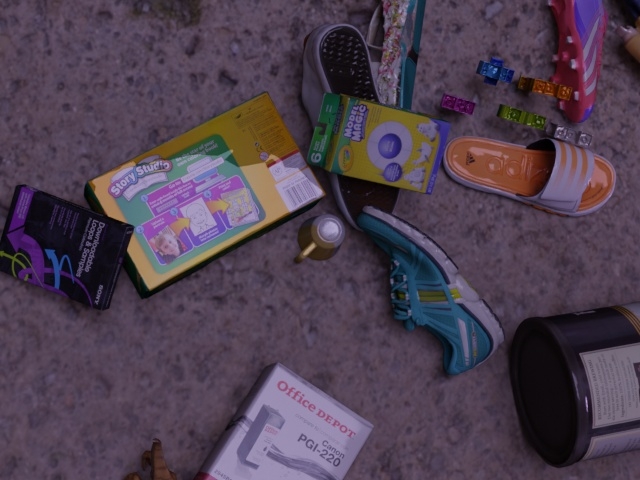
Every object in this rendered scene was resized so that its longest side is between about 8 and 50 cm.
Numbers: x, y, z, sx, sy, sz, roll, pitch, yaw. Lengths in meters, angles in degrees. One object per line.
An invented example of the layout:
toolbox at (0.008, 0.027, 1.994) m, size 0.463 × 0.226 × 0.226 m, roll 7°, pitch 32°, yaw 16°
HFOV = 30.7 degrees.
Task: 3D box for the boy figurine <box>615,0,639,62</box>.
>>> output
boy figurine at (0.538, -0.311, 1.760) m, size 0.177 × 0.092 × 0.285 m, roll -23°, pitch 86°, yaw -16°

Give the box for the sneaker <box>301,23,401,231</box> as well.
sneaker at (0.040, -0.159, 1.622) m, size 0.106 × 0.123 × 0.290 m, roll -15°, pitch 105°, yaw -17°

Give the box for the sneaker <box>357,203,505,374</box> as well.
sneaker at (0.139, 0.067, 1.584) m, size 0.110 × 0.107 × 0.275 m, roll -40°, pitch 100°, yaw -4°

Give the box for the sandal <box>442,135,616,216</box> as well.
sandal at (0.309, -0.099, 1.674) m, size 0.265 × 0.076 × 0.102 m, roll 8°, pitch 78°, yaw -11°

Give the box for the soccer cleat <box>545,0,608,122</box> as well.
soccer cleat at (0.392, -0.296, 1.732) m, size 0.095 × 0.083 × 0.248 m, roll -1°, pitch 77°, yaw -18°

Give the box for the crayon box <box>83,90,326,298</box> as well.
crayon box at (-0.154, -0.062, 1.559) m, size 0.278 × 0.081 × 0.165 m, roll -29°, pitch 87°, yaw -16°

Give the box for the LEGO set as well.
LEGO set at (0.284, -0.209, 1.690) m, size 0.227 × 0.093 × 0.087 m, roll 15°, pitch 100°, yaw -10°

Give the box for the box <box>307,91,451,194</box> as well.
box at (0.077, -0.130, 1.554) m, size 0.179 × 0.043 × 0.105 m, roll 11°, pitch 100°, yaw -20°

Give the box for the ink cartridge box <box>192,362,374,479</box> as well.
ink cartridge box at (-0.055, 0.290, 1.510) m, size 0.158 × 0.092 × 0.218 m, roll 34°, pitch 72°, yaw -5°

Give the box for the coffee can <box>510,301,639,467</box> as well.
coffee can at (0.425, 0.184, 1.582) m, size 0.275 × 0.201 × 0.201 m, roll -8°, pitch 81°, yaw -15°

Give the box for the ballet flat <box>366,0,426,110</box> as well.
ballet flat at (0.101, -0.264, 1.668) m, size 0.077 × 0.091 × 0.241 m, roll 3°, pitch 72°, yaw 19°

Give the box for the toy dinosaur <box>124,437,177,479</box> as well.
toy dinosaur at (-0.199, 0.300, 1.460) m, size 0.064 × 0.112 × 0.211 m, roll -29°, pitch 123°, yaw -34°

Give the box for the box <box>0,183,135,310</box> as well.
box at (-0.329, 0.009, 1.488) m, size 0.162 × 0.029 × 0.116 m, roll 20°, pitch 99°, yaw 9°

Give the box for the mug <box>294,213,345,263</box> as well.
mug at (0.004, -0.001, 1.593) m, size 0.062 × 0.064 × 0.078 m, roll 15°, pitch 77°, yaw -10°
